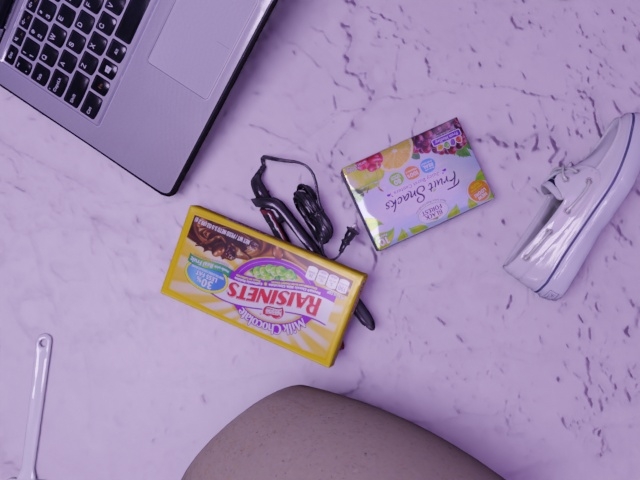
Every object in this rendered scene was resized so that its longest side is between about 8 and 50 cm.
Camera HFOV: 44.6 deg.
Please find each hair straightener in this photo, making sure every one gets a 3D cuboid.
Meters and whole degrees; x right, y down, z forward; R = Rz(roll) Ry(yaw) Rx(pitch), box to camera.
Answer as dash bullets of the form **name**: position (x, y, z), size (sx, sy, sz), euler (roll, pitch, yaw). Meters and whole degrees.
- **hair straightener**: position (0.000, 0.000, 0.855), size (0.089, 0.047, 0.231), euler (-30, 82, 8)

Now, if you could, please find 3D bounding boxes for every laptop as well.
- **laptop**: position (-0.262, -0.285, 0.703), size (0.407, 0.236, 0.382), euler (34, 110, 5)

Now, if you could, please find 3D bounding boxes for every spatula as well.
- **spatula**: position (-0.375, 0.217, 0.842), size (0.168, 0.019, 0.242), euler (5, 86, 0)

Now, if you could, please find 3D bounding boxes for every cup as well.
- **cup**: position (0.001, 0.278, 0.729), size (0.331, 0.331, 0.237), euler (-44, 64, -4)

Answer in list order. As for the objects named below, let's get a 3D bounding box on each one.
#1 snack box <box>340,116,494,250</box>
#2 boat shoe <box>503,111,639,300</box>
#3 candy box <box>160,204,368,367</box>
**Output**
- **snack box**: position (0.106, -0.061, 0.864), size (0.141, 0.037, 0.100), euler (-25, 89, -3)
- **boat shoe**: position (0.276, -0.048, 0.845), size (0.075, 0.083, 0.226), euler (28, 87, -1)
- **candy box**: position (-0.063, 0.047, 0.829), size (0.205, 0.027, 0.105), euler (22, 99, 13)
